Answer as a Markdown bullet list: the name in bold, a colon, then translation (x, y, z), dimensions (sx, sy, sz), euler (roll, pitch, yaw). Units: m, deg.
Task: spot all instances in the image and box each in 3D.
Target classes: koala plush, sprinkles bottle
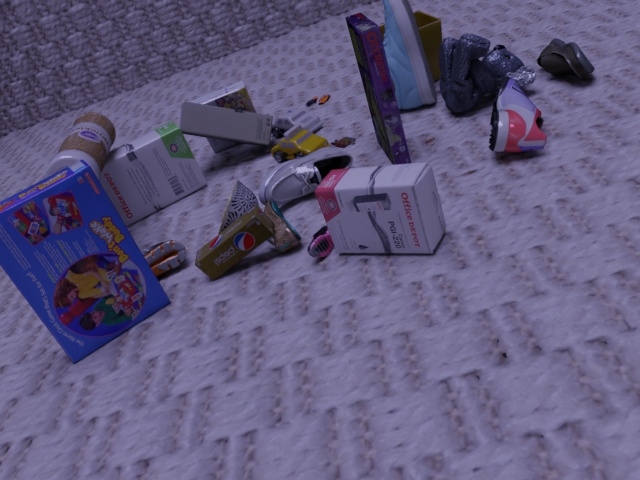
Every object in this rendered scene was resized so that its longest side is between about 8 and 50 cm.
- **koala plush**: translation (0.451, -0.449, 1.625), dimensions (0.221, 0.203, 0.196), euler (-4, 16, -10)
- **sprinkles bottle**: translation (-0.623, -0.229, 1.582), dimensions (0.121, 0.121, 0.355), euler (-21, 31, 1)

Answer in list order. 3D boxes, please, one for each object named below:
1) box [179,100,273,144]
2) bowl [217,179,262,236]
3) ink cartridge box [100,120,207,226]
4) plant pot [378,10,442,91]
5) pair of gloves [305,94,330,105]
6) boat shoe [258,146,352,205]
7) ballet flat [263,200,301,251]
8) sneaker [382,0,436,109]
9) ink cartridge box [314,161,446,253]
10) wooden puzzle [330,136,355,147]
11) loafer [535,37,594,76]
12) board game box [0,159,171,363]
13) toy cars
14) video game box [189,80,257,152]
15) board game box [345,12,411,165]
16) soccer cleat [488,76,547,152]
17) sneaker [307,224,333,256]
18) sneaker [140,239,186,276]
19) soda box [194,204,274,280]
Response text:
- **box**: translation (-0.291, -0.357, 1.852), dimensions (0.275, 0.094, 0.113), euler (7, 4, -14)
- **bowl**: translation (-0.184, -0.051, 1.410), dimensions (0.080, 0.170, 0.170), euler (17, 33, -6)
- **ink cartridge box**: translation (-0.506, -0.198, 1.773), dimensions (0.273, 0.198, 0.115), euler (-30, 31, -13)
- **plant pot**: translation (0.273, -0.592, 1.922), dimensions (0.212, 0.187, 0.212), euler (-23, 30, 0)
- **pair of gloves**: translation (-0.009, -0.497, 2.127), dimensions (0.083, 0.010, 0.074), euler (-2, 35, 32)
- **boat shoe**: translation (-0.031, -0.159, 1.515), dimensions (0.268, 0.096, 0.088), euler (-27, 27, -30)
- **ballet flat**: translation (-0.105, -0.033, 1.381), dimensions (0.067, 0.073, 0.206), euler (-38, 27, 0)
- **sneaker**: translation (0.214, -0.552, 1.732), dimensions (0.150, 0.365, 0.135), euler (-15, 8, 21)
- **ink cartridge box**: translation (0.119, -0.059, 1.182), dimensions (0.218, 0.158, 0.092), euler (-2, 34, 31)
- **wooden puzzle**: translation (0.069, -0.284, 1.733), dimensions (0.049, 0.006, 0.083), euler (-36, 32, -23)
- **loafer**: translation (0.646, -0.470, 1.601), dimensions (0.087, 0.094, 0.251), euler (-40, 15, 18)
- **board game box**: translation (-0.492, 0.046, 1.219), dimensions (0.233, 0.347, 0.078), euler (-33, 31, -20)
- **toy cars**: translation (-0.079, -0.337, 1.834), dimensions (0.177, 0.087, 0.393), euler (-19, 30, 4)
- **video game box**: translation (-0.303, -0.402, 1.969), dimensions (0.187, 0.205, 0.048), euler (-19, 52, 2)
- **board game box**: translation (0.143, -0.369, 1.483), dimensions (0.056, 0.346, 0.208), euler (-16, 31, 5)
- **soccer cleat**: translation (0.466, -0.295, 1.421), dimensions (0.117, 0.108, 0.318), euler (10, 36, 11)
- **sneaker**: translation (0.000, 0.000, 1.286), dimensions (0.057, 0.047, 0.119), euler (-7, 25, 36)
- **sneaker**: translation (-0.420, 0.061, 1.430), dimensions (0.215, 0.084, 0.083), euler (-23, 16, -9)
- **soda box**: translation (-0.189, 0.006, 1.319), dimensions (0.181, 0.061, 0.058), euler (-37, 27, 15)
